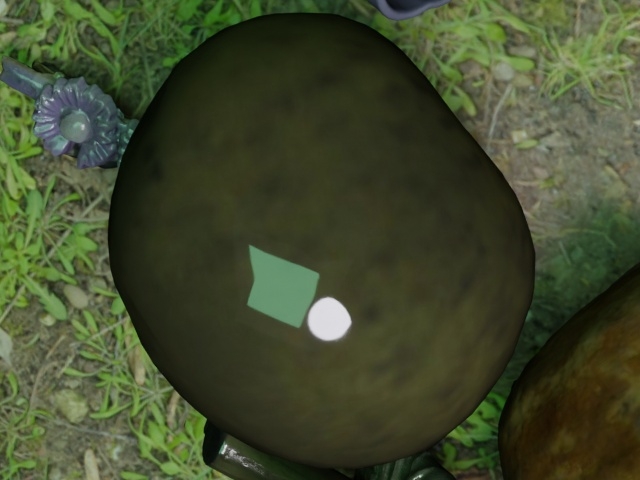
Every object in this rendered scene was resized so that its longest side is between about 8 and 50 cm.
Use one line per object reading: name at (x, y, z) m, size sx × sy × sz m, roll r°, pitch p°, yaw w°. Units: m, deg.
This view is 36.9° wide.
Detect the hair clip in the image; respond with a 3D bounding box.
hair clip at (-0.213, -0.114, 1.026) m, size 0.292 × 0.084 × 0.106 m, roll 27°, pitch 120°, yaw 7°

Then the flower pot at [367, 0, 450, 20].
flower pot at (0.051, -0.371, 0.841) m, size 0.243 × 0.265 × 0.265 m, roll 42°, pitch 105°, yaw 21°

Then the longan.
longan at (0.000, 0.000, 0.837) m, size 0.405 × 0.404 × 0.336 m, roll 56°, pitch 138°, yaw 4°

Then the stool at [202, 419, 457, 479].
stool at (-0.009, 0.342, 0.860) m, size 0.226 × 0.310 × 0.311 m, roll 17°, pitch 99°, yaw -25°

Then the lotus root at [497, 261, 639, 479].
lotus root at (0.298, 0.185, 0.832) m, size 0.250 × 0.316 × 0.316 m, roll -40°, pitch 84°, yaw 35°
